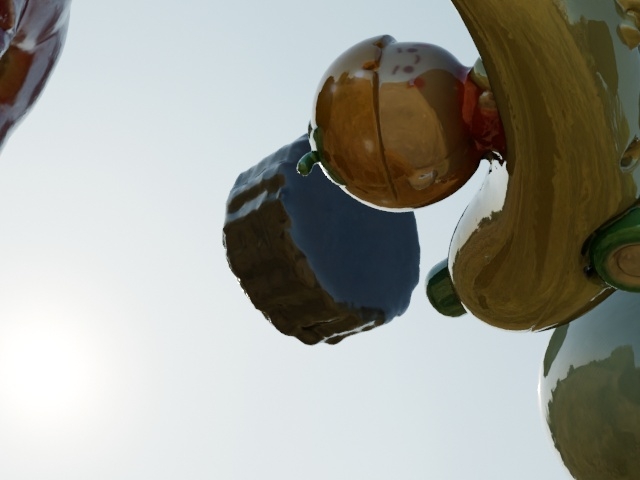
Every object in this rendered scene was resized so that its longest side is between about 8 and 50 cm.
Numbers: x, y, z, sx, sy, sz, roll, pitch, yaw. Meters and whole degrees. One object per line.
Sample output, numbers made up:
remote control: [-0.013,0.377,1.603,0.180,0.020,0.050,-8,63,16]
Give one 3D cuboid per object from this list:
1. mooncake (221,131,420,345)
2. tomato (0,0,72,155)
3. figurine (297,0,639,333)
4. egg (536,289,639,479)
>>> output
mooncake: [0.000,0.000,1.754,0.124,0.228,0.228,-21,-58,39]
tomato: [-0.311,-0.154,1.130,0.226,0.299,0.298,26,-28,4]
figurine: [0.101,-0.069,0.964,0.222,0.124,0.324,-4,-44,19]
egg: [0.286,0.127,1.269,0.218,0.218,0.295,38,2,-6]
